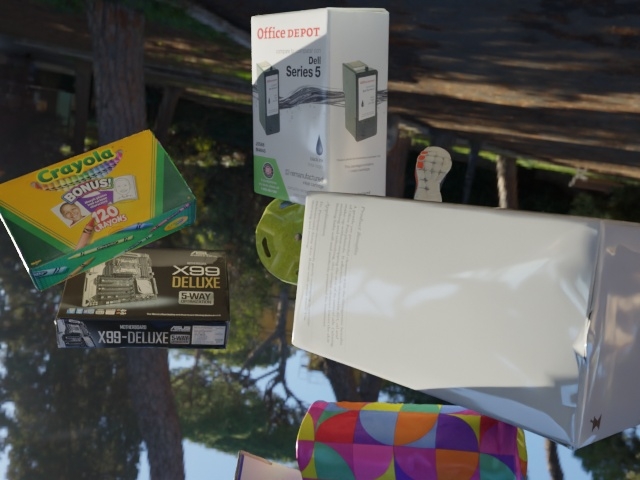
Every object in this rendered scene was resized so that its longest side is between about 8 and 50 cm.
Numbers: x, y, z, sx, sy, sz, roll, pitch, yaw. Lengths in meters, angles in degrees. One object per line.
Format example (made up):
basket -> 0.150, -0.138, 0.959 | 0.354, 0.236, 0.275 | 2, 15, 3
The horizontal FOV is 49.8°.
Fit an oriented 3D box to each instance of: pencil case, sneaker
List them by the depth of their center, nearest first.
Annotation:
pencil case -> 0.092, 0.218, 0.713 | 0.237, 0.104, 0.104 | -2, -176, 20
sneaker -> 0.186, -0.096, 1.210 | 0.061, 0.157, 0.065 | 17, 148, 3

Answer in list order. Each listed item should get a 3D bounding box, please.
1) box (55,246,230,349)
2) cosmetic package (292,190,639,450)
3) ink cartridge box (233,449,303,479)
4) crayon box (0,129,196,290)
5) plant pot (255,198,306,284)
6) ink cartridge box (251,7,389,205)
box -> -0.336, 0.107, 1.351 | 0.308, 0.076, 0.242 | 3, -148, -11
cosmetic package -> 0.145, 0.057, 0.725 | 0.155, 0.196, 0.366 | 2, -173, -43
ink cartridge box -> -0.057, 0.409, 0.761 | 0.072, 0.303, 0.307 | -6, 152, 30
crayon box -> -0.365, -0.055, 1.129 | 0.279, 0.081, 0.165 | -27, -112, -23
plant pot -> 0.000, 0.000, 1.438 | 0.276, 0.275, 0.254 | 12, -178, 24
ink cartridge box -> -0.004, -0.196, 1.017 | 0.115, 0.272, 0.198 | -11, -162, -36
